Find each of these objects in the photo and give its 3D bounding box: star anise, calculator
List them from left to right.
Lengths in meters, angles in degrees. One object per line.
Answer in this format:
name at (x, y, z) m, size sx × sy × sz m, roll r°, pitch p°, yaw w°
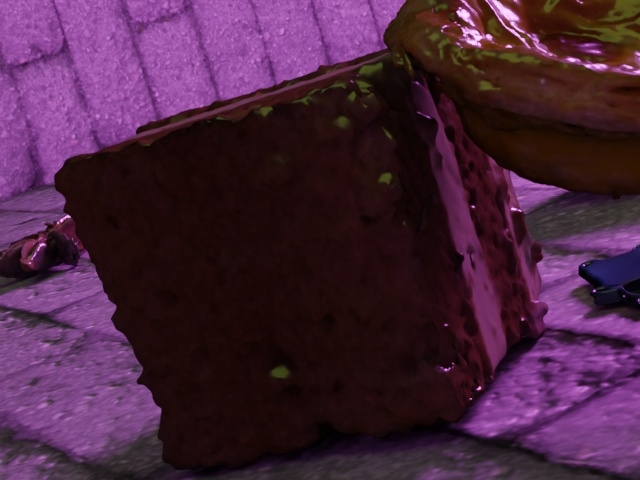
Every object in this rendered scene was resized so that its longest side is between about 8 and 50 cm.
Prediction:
star anise at (-0.411, 0.016, 2.104) m, size 0.171 × 0.063 × 0.208 m, roll -20°, pitch 14°, yaw 8°
calculator at (0.257, 0.029, 1.134) m, size 0.094 × 0.019 × 0.141 m, roll -18°, pitch 13°, yaw -3°

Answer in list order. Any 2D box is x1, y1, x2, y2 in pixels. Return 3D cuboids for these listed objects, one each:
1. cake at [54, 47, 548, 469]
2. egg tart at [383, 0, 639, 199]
cake at (0.000, 0.000, 1.077) m, size 0.282 × 0.256 × 0.290 m, roll -14°, pitch 7°, yaw 23°
egg tart at (0.186, -0.107, 0.960) m, size 0.294 × 0.116 × 0.295 m, roll 4°, pitch 29°, yaw -2°
